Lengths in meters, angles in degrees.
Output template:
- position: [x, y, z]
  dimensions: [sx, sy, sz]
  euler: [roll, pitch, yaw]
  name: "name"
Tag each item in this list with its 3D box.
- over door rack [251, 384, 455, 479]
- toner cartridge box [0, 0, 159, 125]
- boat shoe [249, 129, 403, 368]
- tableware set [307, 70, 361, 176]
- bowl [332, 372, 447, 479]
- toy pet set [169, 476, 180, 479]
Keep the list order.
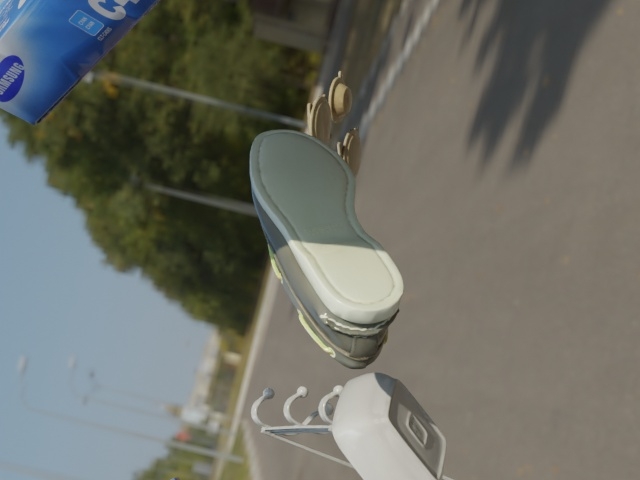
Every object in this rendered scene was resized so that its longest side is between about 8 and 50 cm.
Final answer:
- position: [0.079, 0.318, 2.341]
  dimensions: [0.239, 0.324, 0.108]
  euler: [-13, 44, 60]
  name: "over door rack"
- position: [-0.166, -0.227, 1.167]
  dimensions: [0.348, 0.075, 0.165]
  euler: [-30, 36, 56]
  name: "toner cartridge box"
- position: [-0.004, 0.001, 1.509]
  dimensions: [0.305, 0.109, 0.091]
  euler: [-117, 27, -46]
  name: "boat shoe"
- position: [0.014, -0.119, 1.803]
  dimensions: [0.168, 0.020, 0.141]
  euler: [-51, -40, -57]
  name: "tableware set"
- position: [0.079, 0.205, 1.538]
  dimensions: [0.053, 0.142, 0.142]
  euler: [-33, 12, 21]
  name: "bowl"
- position: [-0.229, 0.348, 1.951]
  dimensions: [0.122, 0.114, 0.065]
  euler: [63, 179, -40]
  name: "toy pet set"
